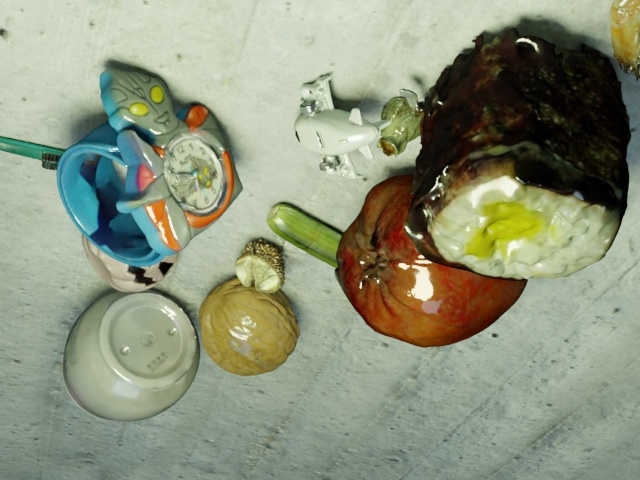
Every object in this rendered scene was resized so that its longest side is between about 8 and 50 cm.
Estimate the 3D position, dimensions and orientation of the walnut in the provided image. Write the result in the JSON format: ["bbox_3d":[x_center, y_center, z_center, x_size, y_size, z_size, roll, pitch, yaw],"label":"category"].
[{"bbox_3d":[-0.151,0.172,2.054,0.213,0.213,0.213,6,146,4],"label":"walnut"}]

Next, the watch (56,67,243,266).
[{"bbox_3d":[-0.312,-0.115,1.641,0.274,0.241,0.305,-18,109,44],"label":"watch"}]

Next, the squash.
[{"bbox_3d":[0.000,0.000,1.871,0.229,0.066,0.066,30,141,-27],"label":"squash"}]

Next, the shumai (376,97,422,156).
[{"bbox_3d":[0.126,-0.169,1.574,0.082,0.080,0.083,-2,143,13],"label":"shumai"}]

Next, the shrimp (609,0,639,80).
[{"bbox_3d":[0.440,-0.288,1.374,0.099,0.041,0.180,-11,143,3],"label":"shrimp"}]

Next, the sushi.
[{"bbox_3d":[0.274,-0.109,1.439,0.281,0.294,0.299,26,144,-30],"label":"sushi"}]

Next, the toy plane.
[{"bbox_3d":[0.026,-0.172,1.570,0.174,0.080,0.174,32,141,30],"label":"toy plane"}]

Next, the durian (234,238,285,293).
[{"bbox_3d":[-0.113,0.038,1.945,0.110,0.071,0.140,14,146,16],"label":"durian"}]

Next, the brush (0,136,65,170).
[{"bbox_3d":[-0.503,-0.148,1.789,0.193,0.032,0.043,11,147,-7],"label":"brush"}]

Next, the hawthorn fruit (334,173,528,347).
[{"bbox_3d":[0.192,0.028,1.692,0.308,0.325,0.308,15,115,35],"label":"hawthorn fruit"}]

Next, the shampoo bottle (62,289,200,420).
[{"bbox_3d":[-0.403,0.247,2.139,0.273,0.273,0.266,22,150,-19],"label":"shampoo bottle"}]

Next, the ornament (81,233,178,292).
[{"bbox_3d":[-0.343,0.003,1.860,0.177,0.177,0.177,6,146,4],"label":"ornament"}]
